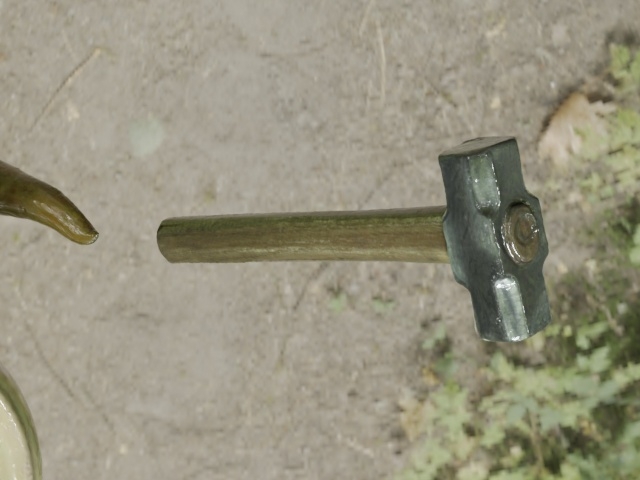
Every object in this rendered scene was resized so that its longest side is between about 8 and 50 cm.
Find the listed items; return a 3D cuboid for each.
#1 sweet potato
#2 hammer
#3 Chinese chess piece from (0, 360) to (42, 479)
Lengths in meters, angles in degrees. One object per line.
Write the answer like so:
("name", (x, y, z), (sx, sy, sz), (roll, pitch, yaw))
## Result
("sweet potato", (-0.286, -0.057, 1.113), (0.249, 0.059, 0.069), (35, 140, 11))
("hammer", (0.000, 0.000, 0.861), (0.365, 0.043, 0.111), (0, 108, 52))
("Chinese chess piece", (-0.329, 0.169, 0.918), (0.273, 0.102, 0.273), (-3, 97, -23))
